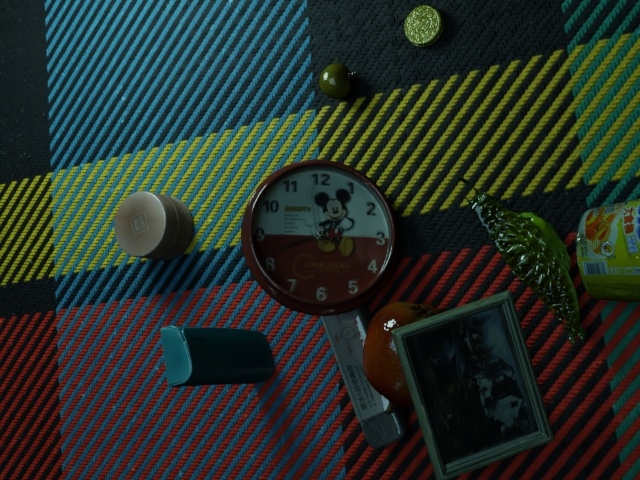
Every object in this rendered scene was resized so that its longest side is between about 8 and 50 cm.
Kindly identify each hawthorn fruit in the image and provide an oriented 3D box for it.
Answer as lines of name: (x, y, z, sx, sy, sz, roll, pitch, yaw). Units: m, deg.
hawthorn fruit: (0.164, 0.228, 1.778, 0.196, 0.196, 0.225, 28, 103, 28)

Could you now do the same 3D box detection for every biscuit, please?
biscuit: (0.209, -0.433, 1.918, 0.084, 0.023, 0.084, -4, 82, 29)

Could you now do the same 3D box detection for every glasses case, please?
glasses case: (-0.200, 0.229, 1.908, 0.070, 0.301, 0.117, -18, 76, 27)

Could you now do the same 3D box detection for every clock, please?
clock: (0.001, -0.007, 1.881, 0.318, 0.080, 0.318, 2, 75, -7)

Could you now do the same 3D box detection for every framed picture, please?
framed picture: (0.274, 0.261, 1.684, 0.232, 0.019, 0.296, -19, 98, -6)

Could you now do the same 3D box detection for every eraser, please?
eraser: (0.082, 0.236, 1.891, 0.089, 0.061, 0.352, -27, 72, 23)

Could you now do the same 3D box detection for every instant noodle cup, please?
instant noodle cup: (0.529, 0.021, 1.600, 0.153, 0.205, 0.205, -8, 80, 36)

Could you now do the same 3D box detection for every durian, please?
durian: (0.380, 0.016, 1.717, 0.106, 0.132, 0.375, -42, 72, 32)

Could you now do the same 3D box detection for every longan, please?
longan: (0.039, -0.332, 1.974, 0.083, 0.075, 0.075, -15, 77, 29)

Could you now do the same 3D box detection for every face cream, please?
face cream: (-0.376, -0.032, 2.148, 0.149, 0.104, 0.149, -3, 83, 29)
